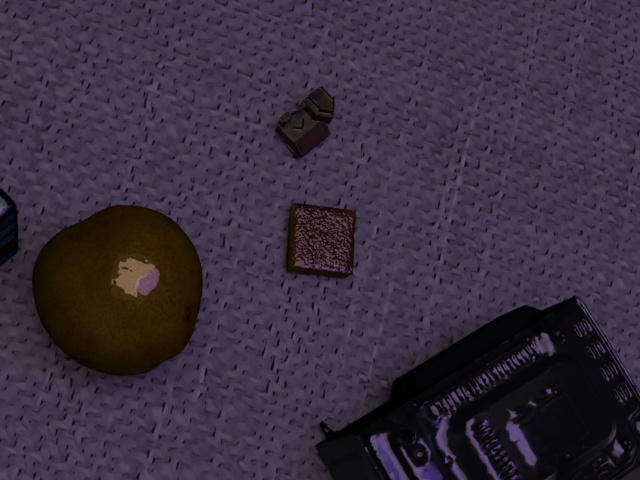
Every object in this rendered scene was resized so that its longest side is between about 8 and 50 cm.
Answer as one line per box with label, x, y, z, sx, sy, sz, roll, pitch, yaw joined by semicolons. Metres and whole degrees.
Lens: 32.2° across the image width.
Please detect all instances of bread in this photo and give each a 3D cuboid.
bread;0.000;0.000;1.510;0.090;0.035;0.094;6;74;-13

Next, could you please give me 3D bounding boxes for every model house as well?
model house;-0.014;-0.164;1.543;0.083;0.057;0.058;-39;82;-23

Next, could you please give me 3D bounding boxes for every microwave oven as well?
microwave oven;0.221;0.267;1.395;0.355;0.218;0.286;-27;84;-20

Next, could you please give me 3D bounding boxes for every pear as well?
pear;-0.239;0.064;1.340;0.209;0.209;0.209;4;74;-14

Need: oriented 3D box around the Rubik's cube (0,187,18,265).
Rubik's cube;-0.484;-0.022;1.311;0.184;0.187;0.182;-42;88;-23
